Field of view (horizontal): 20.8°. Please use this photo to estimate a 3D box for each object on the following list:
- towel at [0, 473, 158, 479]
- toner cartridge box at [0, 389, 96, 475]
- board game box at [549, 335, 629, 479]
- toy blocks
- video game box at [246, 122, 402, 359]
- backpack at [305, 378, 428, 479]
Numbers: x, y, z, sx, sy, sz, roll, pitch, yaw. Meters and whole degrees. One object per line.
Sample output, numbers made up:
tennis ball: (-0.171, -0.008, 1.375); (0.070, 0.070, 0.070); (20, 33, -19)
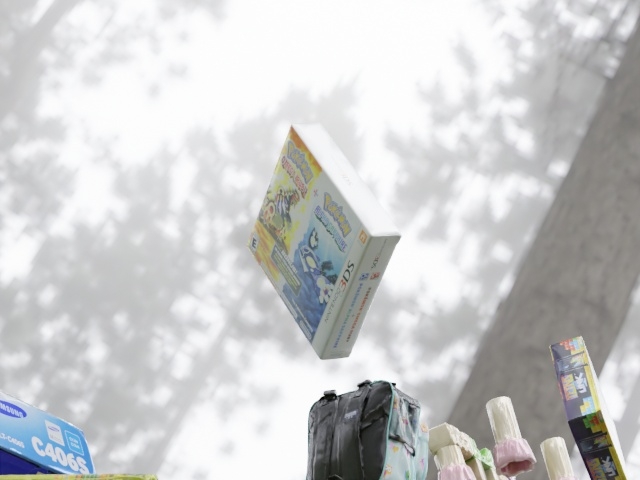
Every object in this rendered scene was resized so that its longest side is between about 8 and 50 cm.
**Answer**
towel: (-0.241, 0.239, 1.396); (0.237, 0.102, 0.021); (-3, -1, 14)
toner cartridge box: (-0.398, 0.271, 1.657); (0.348, 0.075, 0.165); (-33, -35, 15)
board game box: (0.348, 0.232, 2.248); (0.048, 0.141, 0.170); (-17, -53, 11)
toy blocks: (0.265, 0.460, 2.868); (0.309, 0.260, 0.288); (-26, -34, 20)
video game box: (0.000, 0.000, 1.976); (0.205, 0.048, 0.187); (55, -46, 39)
backpack: (0.065, 0.313, 2.477); (0.166, 0.188, 0.144); (-18, -44, 33)
